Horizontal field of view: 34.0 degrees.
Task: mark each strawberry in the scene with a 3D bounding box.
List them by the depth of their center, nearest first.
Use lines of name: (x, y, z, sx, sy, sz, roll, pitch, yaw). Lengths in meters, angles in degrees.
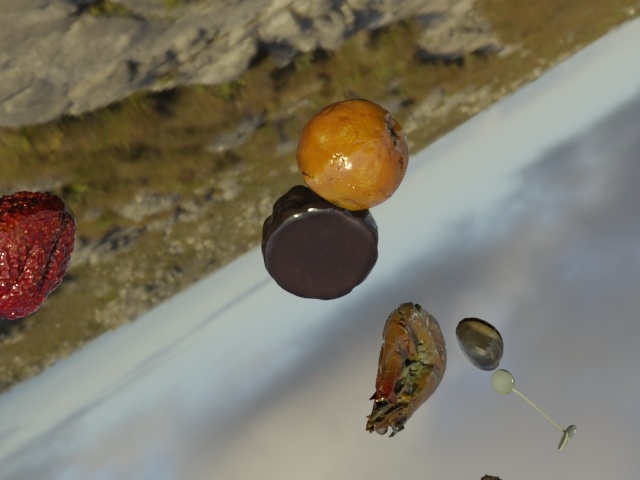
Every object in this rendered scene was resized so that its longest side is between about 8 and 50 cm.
strawberry: (-0.600, 0.023, 2.051, 0.288, 0.238, 0.250, -41, -142, 2)

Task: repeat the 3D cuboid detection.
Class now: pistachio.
pistachio: (0.405, 0.259, 2.657, 0.113, 0.149, 0.113, -42, 170, -9)

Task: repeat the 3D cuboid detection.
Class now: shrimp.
shrimp: (0.128, 0.205, 1.637, 0.062, 0.154, 0.294, -19, -160, 31)

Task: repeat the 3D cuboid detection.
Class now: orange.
orange: (0.069, -0.184, 2.278, 0.246, 0.246, 0.246, -33, -179, 0)

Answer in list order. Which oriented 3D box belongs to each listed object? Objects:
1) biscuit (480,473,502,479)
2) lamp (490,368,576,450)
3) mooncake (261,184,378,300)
biscuit: (0.340, 0.568, 2.170, 0.168, 0.082, 0.070, -60, 149, -9)
lamp: (0.398, 0.318, 1.992, 0.056, 0.198, 0.050, -17, 136, -49)
mooncake: (0.000, 0.000, 2.465, 0.283, 0.283, 0.141, -33, -154, 21)
